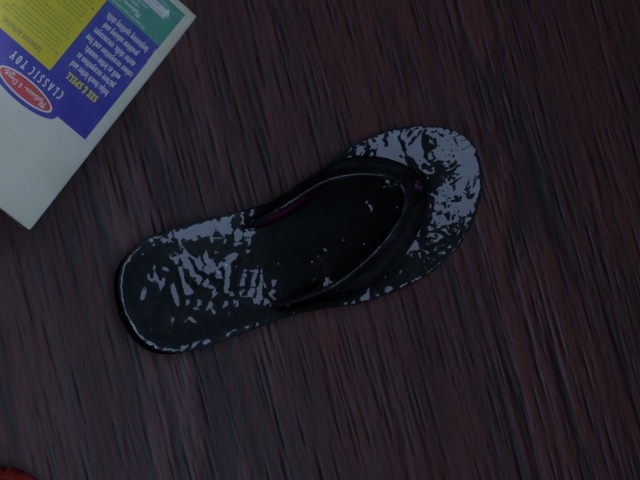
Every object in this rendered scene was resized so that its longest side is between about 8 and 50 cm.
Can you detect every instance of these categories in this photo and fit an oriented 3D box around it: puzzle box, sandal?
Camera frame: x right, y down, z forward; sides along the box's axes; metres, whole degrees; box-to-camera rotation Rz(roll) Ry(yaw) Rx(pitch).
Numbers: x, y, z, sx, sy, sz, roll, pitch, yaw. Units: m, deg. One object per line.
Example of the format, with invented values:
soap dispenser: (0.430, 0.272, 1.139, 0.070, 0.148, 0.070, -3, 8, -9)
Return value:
puzzle box: (-0.348, -0.235, 1.528, 0.409, 0.052, 0.272, 41, 79, -23)
sandal: (0.000, 0.003, 1.758, 0.446, 0.107, 0.167, -25, 90, -21)

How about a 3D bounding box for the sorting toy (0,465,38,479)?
sorting toy: (-0.288, 0.399, 1.571, 0.127, 0.126, 0.365, -15, 84, -2)
